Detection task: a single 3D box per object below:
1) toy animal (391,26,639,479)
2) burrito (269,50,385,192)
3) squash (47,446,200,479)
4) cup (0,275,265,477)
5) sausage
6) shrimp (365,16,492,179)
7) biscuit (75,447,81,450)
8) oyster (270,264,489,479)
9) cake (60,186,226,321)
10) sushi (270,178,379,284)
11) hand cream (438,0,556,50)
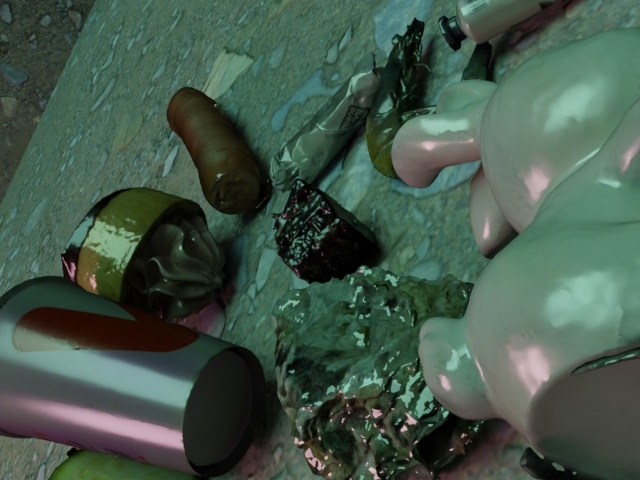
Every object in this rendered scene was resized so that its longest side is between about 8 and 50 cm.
[{"bbox_3d":[0.165,-0.013,0.479,0.247,0.182,0.310,-38,36,33],"label":"toy animal"},{"bbox_3d":[0.011,-0.138,0.949,0.203,0.064,0.064,-48,32,17],"label":"burrito"},{"bbox_3d":[-0.223,0.377,0.893,0.189,0.189,0.261,-144,49,-60],"label":"squash"},{"bbox_3d":[-0.214,0.154,0.852,0.288,0.203,0.203,8,70,32],"label":"cup"},{"bbox_3d":[-0.171,-0.153,1.206,0.094,0.094,0.419,-29,31,-5],"label":"sausage"},{"bbox_3d":[0.116,-0.165,0.829,0.150,0.051,0.217,-18,53,41],"label":"shrimp"},{"bbox_3d":[-0.302,0.275,1.090,0.228,0.031,0.176,-33,38,37],"label":"biscuit"},{"bbox_3d":[0.034,0.107,0.650,0.267,0.112,0.199,-22,47,51],"label":"oyster"},{"bbox_3d":[-0.213,0.043,1.033,0.178,0.185,0.208,31,73,25],"label":"cake"},{"bbox_3d":[0.001,0.001,0.800,0.084,0.098,0.094,-52,29,12],"label":"sushi"},{"bbox_3d":[0.221,-0.256,0.735,0.234,0.050,0.080,-27,43,24],"label":"hand cream"}]
